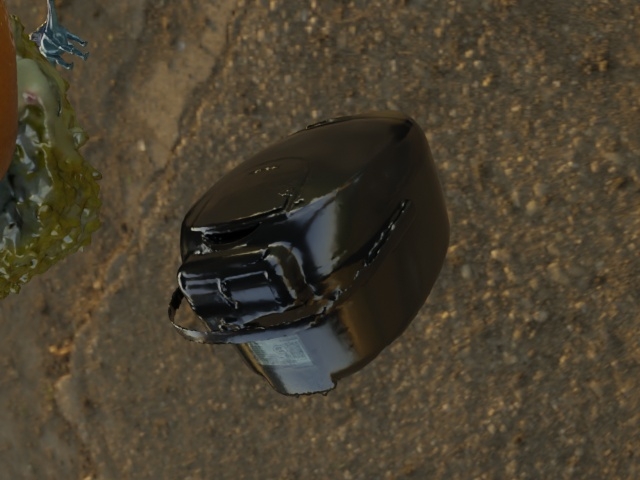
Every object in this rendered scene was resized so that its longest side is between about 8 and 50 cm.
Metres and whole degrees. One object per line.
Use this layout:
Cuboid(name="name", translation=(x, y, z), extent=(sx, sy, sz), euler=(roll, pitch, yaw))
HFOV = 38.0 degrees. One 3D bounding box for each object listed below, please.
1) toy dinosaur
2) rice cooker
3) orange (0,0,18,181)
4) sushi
Cuboid(name="toy dinosaur", translation=(-0.383, -0.283, 1.352), extent=(0.080, 0.045, 0.197), euler=(34, 143, 4))
Cuboid(name="rice cooker", translation=(-0.001, 0.000, 0.554), extent=(0.142, 0.203, 0.118), euler=(-7, 121, 37))
Cuboid(name="orange", translation=(-0.305, -0.119, 0.634), extent=(0.240, 0.171, 0.240), euler=(28, 122, 58))
Cuboid(name="sushi", translation=(-0.469, -0.114, 1.194), extent=(0.351, 0.240, 0.396), euler=(-26, 83, 3))
